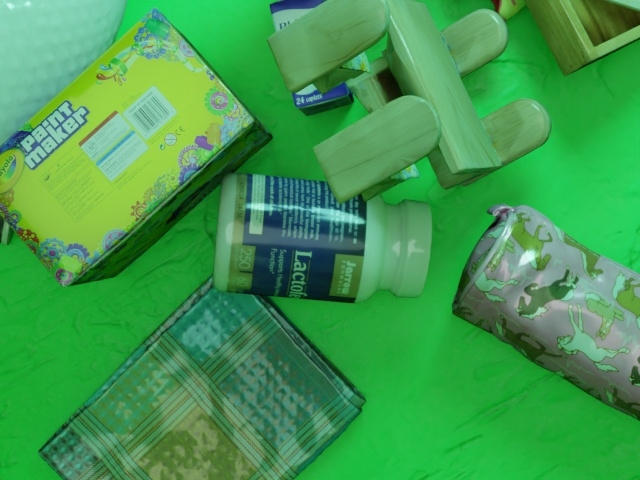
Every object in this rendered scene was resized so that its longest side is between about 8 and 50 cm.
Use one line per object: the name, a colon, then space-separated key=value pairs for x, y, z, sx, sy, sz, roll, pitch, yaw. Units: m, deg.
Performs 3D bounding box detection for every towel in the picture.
towel: x=-0.157 y=0.246 z=1.666 sx=0.370 sy=0.040 sz=0.271 roll=-44 pitch=88 yaw=2

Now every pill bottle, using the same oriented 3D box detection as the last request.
pill bottle: x=0.000 y=0.000 z=1.594 sx=0.264 sy=0.153 sz=0.153 roll=5 pitch=91 yaw=-4

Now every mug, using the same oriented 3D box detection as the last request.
mug: x=-0.444 y=-0.282 z=1.575 sx=0.328 sy=0.276 sz=0.374 roll=-45 pitch=59 yaw=-14

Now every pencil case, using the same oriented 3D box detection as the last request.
pencil case: x=0.355 y=0.103 z=1.585 sx=0.386 sy=0.160 sz=0.167 roll=28 pitch=57 yaw=2

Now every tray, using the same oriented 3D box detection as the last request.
tray: x=0.301 y=-0.433 z=1.587 sx=0.202 sy=0.076 sz=0.411 roll=-27 pitch=90 yaw=-24

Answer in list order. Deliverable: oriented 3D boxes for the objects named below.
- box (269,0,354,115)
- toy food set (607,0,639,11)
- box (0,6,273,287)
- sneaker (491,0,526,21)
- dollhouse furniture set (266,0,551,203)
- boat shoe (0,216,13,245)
box: x=-0.009 y=-0.237 z=1.610 sx=0.072 sy=0.126 sz=0.137 roll=-15 pitch=90 yaw=5
toy food set: x=0.387 y=-0.391 z=1.532 sx=0.128 sy=0.071 sz=0.218 roll=20 pitch=73 yaw=-16
box: x=-0.230 y=-0.104 z=1.545 sx=0.290 sy=0.279 sz=0.177 roll=-41 pitch=89 yaw=2
sneaker: x=0.186 y=-0.361 z=1.624 sx=0.208 sy=0.081 sz=0.094 roll=36 pitch=94 yaw=1
dollhouse furniture set: x=0.128 y=-0.272 z=1.452 sx=0.256 sy=0.362 sz=0.394 roll=-28 pitch=81 yaw=28
boat shoe: x=-0.420 y=-0.057 z=1.672 sx=0.038 sy=0.046 sz=0.125 roll=11 pitch=99 yaw=-3
